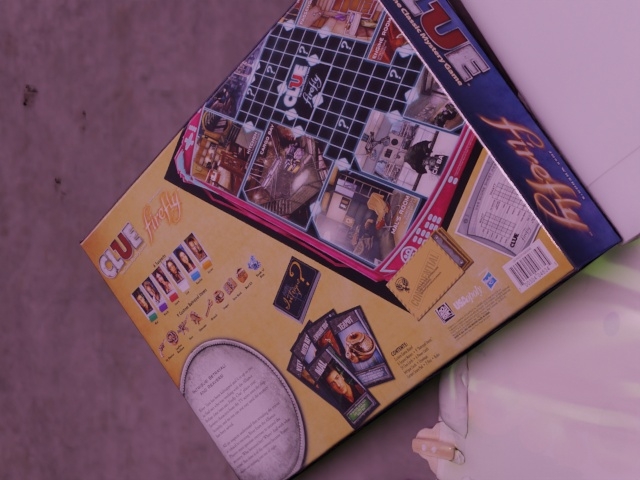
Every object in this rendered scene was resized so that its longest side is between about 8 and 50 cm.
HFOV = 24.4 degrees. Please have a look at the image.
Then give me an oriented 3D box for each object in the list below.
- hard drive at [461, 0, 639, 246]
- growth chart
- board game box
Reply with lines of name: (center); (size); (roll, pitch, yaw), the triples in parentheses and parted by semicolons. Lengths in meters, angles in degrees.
hard drive: (0.108, -0.176, 0.577); (0.203, 0.040, 0.307); (-41, 76, 46)
growth chart: (0.127, 0.044, 0.667); (0.172, 0.021, 0.237); (17, 108, 24)
board game box: (0.000, 0.000, 0.682); (0.165, 0.042, 0.243); (55, 132, 7)
